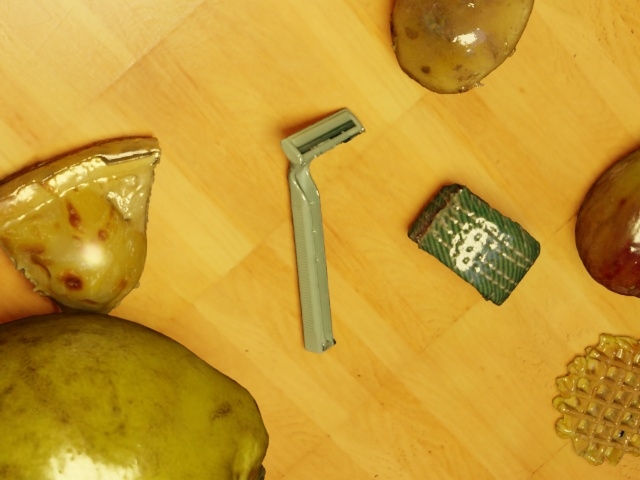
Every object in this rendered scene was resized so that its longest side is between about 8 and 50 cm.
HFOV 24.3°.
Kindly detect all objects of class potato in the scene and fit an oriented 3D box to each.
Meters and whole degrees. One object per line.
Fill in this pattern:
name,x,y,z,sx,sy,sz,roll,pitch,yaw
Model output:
potato,0.146,-0.236,1.539,0.137,0.137,0.176,16,104,-23

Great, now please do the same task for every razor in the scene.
razor,-0.009,-0.002,1.631,0.111,0.056,0.278,-31,132,-45

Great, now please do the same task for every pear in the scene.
pear,-0.261,0.234,1.487,0.413,0.352,0.352,-7,114,-11

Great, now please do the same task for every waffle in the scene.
waffle,0.373,0.198,1.843,0.191,0.038,0.191,-7,114,-16

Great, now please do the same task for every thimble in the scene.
thimble,0.172,0.002,1.651,0.135,0.118,0.090,36,93,-11

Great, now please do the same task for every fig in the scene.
fig,0.395,-0.062,1.672,0.170,0.145,0.274,7,124,-21

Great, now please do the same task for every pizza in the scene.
pizza,-0.229,-0.010,1.536,0.204,0.080,0.188,-32,118,-4
